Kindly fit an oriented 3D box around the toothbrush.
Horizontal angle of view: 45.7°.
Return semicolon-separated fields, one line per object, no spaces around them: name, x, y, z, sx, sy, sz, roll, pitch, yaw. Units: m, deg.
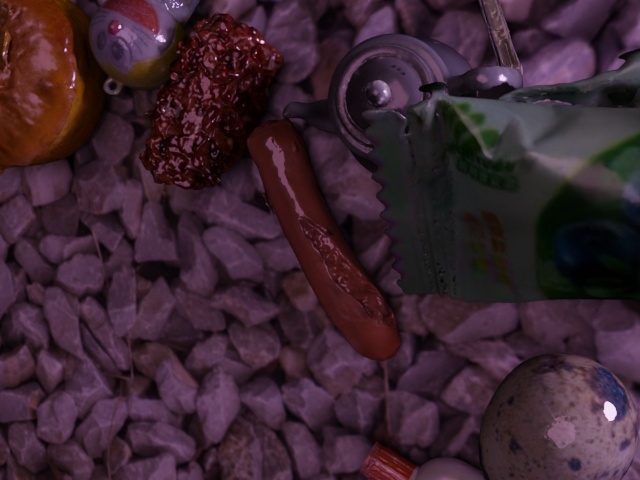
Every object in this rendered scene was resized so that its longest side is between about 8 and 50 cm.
toothbrush;0.193;-0.207;0.805;0.026;0.028;0.294;-17;81;18

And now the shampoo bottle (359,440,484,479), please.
shampoo bottle;0.146;0.294;0.823;0.220;0.051;0.108;29;102;17

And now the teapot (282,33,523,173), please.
teapot;0.085;-0.145;0.779;0.239;0.149;0.163;-4;89;20

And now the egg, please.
egg;0.228;0.194;0.746;0.141;0.141;0.182;35;122;15

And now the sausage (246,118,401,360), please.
sausage;0.001;0.000;0.853;0.078;0.078;0.304;-29;82;18

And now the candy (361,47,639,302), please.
candy;0.243;-0.035;0.709;0.397;0.172;0.263;-3;122;18

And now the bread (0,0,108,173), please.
bread;-0.389;-0.203;0.950;0.268;0.145;0.269;2;95;23

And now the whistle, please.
whistle;-0.196;-0.270;0.898;0.122;0.123;0.223;29;86;16

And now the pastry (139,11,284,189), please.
pastry;-0.127;-0.155;0.879;0.115;0.097;0.209;26;98;18
